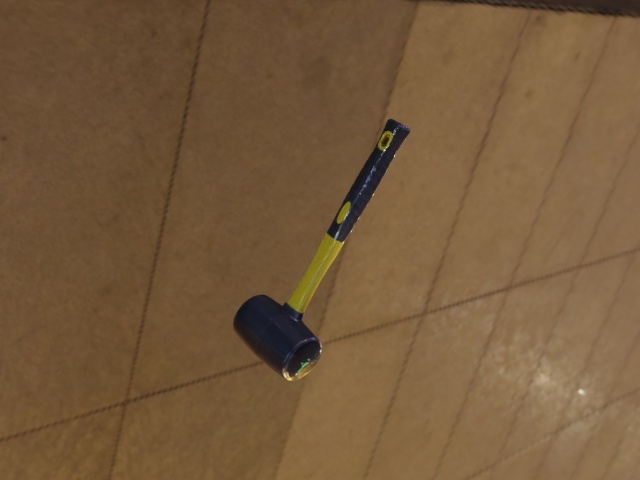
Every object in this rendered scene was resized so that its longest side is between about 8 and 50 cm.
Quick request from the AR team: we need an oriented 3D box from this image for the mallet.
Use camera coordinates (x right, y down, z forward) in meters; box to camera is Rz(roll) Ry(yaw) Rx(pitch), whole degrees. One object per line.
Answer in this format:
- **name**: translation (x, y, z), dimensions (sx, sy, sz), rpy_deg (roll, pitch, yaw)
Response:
- **mallet**: translation (0.000, 0.000, 0.638), dimensions (0.039, 0.062, 0.190), rpy_deg (17, 98, -54)
